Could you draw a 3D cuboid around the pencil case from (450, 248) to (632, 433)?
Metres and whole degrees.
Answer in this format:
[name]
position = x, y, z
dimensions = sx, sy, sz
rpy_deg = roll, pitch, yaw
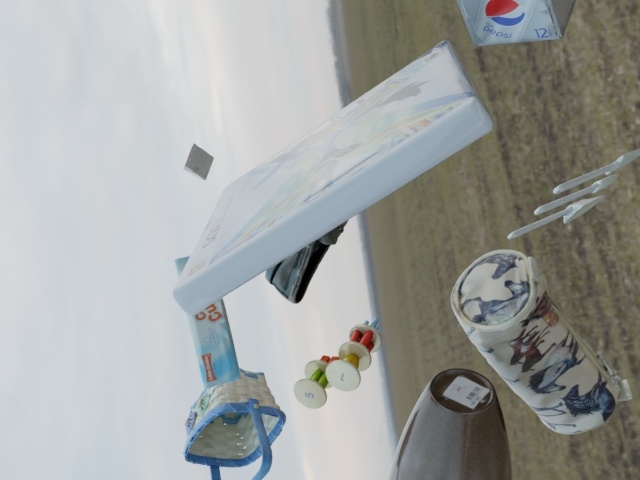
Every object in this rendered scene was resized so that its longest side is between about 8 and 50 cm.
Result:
[pencil case]
position = 0.392, 0.185, 1.452
dimensions = 0.410, 0.184, 0.159
rpy_deg = 46, -155, -35

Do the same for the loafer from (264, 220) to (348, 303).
[loafer]
position = 0.000, 0.000, 1.469
dimensions = 0.096, 0.267, 0.084
rpy_deg = -2, -136, -50

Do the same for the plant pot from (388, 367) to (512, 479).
[plant pot]
position = 0.229, 0.335, 1.371
dimensions = 0.215, 0.216, 0.230
rpy_deg = -94, 4, -57

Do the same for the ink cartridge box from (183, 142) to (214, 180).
[ink cartridge box]
position = -0.300, -0.192, 1.965
dimensions = 0.062, 0.029, 0.115
rpy_deg = -70, -21, -7

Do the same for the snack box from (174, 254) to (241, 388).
[snack box]
position = -0.179, 0.115, 1.282
dimensions = 0.322, 0.060, 0.187
rpy_deg = 162, 94, -81

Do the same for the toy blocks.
[toy blocks]
position = 0.033, 0.178, 1.236
dimensions = 0.054, 0.123, 0.148
rpy_deg = 51, -147, -8

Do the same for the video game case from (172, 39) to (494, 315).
[video game case]
position = 0.011, -0.080, 0.844
dimensions = 0.036, 0.329, 0.300
rpy_deg = 54, -164, -17

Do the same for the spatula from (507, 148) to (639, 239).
[spatula]
position = 0.400, -0.067, 1.269
dimensions = 0.019, 0.242, 0.168
rpy_deg = 56, 141, 17

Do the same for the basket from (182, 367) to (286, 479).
[basket]
position = -0.196, 0.453, 1.838
dimensions = 0.254, 0.201, 0.289
rpy_deg = -57, 39, 31

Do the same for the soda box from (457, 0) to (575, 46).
[soda box]
position = 0.235, -0.336, 0.867
dimensions = 0.091, 0.098, 0.286
rpy_deg = 56, -130, -41
